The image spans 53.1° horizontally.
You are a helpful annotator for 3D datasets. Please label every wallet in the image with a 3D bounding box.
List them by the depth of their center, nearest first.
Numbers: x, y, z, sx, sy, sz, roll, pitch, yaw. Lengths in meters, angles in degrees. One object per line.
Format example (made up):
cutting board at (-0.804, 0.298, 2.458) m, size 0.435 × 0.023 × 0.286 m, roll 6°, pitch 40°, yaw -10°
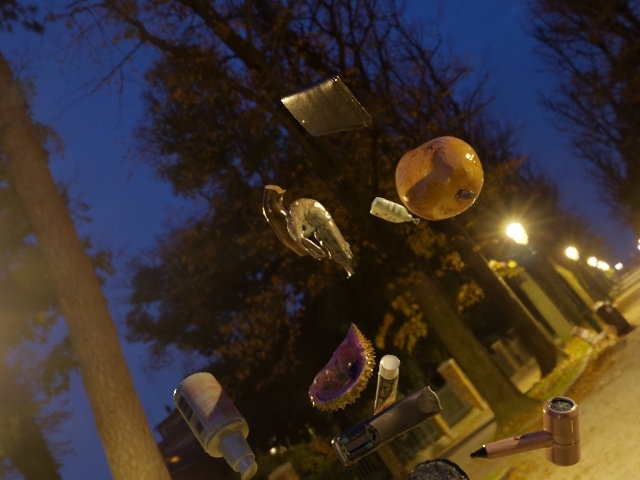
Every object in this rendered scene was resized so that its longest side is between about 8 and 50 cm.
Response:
wallet at (0.004, -0.278, 1.351) m, size 0.025 × 0.124 × 0.244 m, roll -50°, pitch 23°, yaw -17°

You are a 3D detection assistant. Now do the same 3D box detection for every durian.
durian at (0.087, 0.425, 1.974) m, size 0.260 × 0.154 × 0.186 m, roll -50°, pitch 16°, yaw 7°

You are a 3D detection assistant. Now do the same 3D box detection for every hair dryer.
hair dryer at (0.611, 0.596, 1.912) m, size 0.344 × 0.189 × 0.107 m, roll -12°, pitch 18°, yaw -8°

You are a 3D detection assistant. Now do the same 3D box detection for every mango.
mango at (0.238, -0.133, 1.331) m, size 0.119 × 0.317 × 0.176 m, roll 19°, pitch -84°, yaw -22°

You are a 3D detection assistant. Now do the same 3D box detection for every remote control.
remote control at (0.123, 0.339, 1.174) m, size 0.212 × 0.059 × 0.028 m, roll -29°, pitch -18°, yaw -5°

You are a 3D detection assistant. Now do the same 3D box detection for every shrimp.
shrimp at (0.000, 0.000, 1.509) m, size 0.126 × 0.223 × 0.047 m, roll -32°, pitch -4°, yaw -35°

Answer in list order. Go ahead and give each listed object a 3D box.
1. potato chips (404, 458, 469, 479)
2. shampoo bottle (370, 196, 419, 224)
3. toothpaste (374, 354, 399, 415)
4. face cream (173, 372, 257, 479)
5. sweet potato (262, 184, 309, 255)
potato chips at (0.288, 0.667, 1.644) m, size 0.220 × 0.202 × 0.029 m, roll -38°, pitch -51°, yaw -9°
shampoo bottle at (0.231, -0.083, 1.958) m, size 0.077 × 0.152 × 0.045 m, roll 125°, pitch 163°, yaw -66°
toothpaste at (0.161, 0.348, 1.527) m, size 0.071 × 0.045 × 0.193 m, roll -28°, pitch -41°, yaw -29°
face cream at (-0.203, 0.384, 1.306) m, size 0.101 × 0.252 × 0.101 m, roll -24°, pitch -46°, yaw -27°
sweet potato at (-0.112, -0.060, 2.157) m, size 0.085 × 0.285 × 0.112 m, roll -8°, pitch 30°, yaw 52°
